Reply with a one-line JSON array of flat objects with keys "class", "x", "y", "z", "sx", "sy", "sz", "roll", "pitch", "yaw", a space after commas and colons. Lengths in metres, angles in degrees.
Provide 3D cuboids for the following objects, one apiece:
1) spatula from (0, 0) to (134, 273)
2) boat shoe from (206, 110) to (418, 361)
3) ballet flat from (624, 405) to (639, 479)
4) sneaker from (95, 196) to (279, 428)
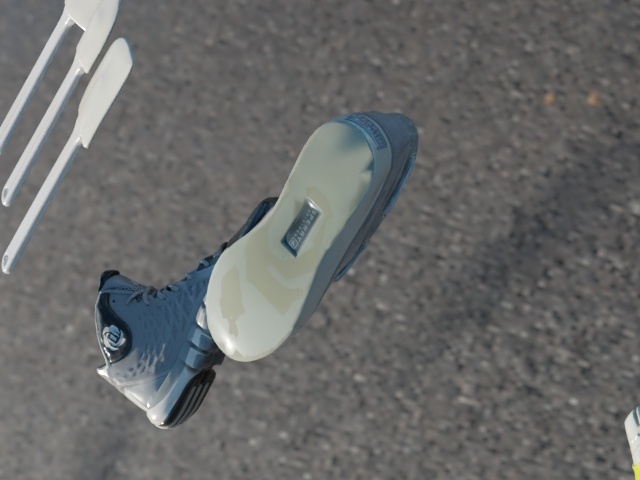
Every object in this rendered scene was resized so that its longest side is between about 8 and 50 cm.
[{"class": "spatula", "x": -0.187, "y": -0.102, "z": 1.312, "sx": 0.242, "sy": 0.019, "sz": 0.168, "roll": -54, "pitch": 37, "yaw": 39}, {"class": "boat shoe", "x": 0.000, "y": -0.001, "z": 1.264, "sx": 0.079, "sy": 0.081, "sz": 0.227, "roll": 50, "pitch": 128, "yaw": 20}, {"class": "ballet flat", "x": 0.360, "y": 0.185, "z": 1.870, "sx": 0.231, "sy": 0.077, "sz": 0.077, "roll": -52, "pitch": -4, "yaw": -38}, {"class": "sneaker", "x": -0.126, "y": 0.040, "z": 1.577, "sx": 0.132, "sy": 0.086, "sz": 0.228, "roll": 32, "pitch": 95, "yaw": 16}]
